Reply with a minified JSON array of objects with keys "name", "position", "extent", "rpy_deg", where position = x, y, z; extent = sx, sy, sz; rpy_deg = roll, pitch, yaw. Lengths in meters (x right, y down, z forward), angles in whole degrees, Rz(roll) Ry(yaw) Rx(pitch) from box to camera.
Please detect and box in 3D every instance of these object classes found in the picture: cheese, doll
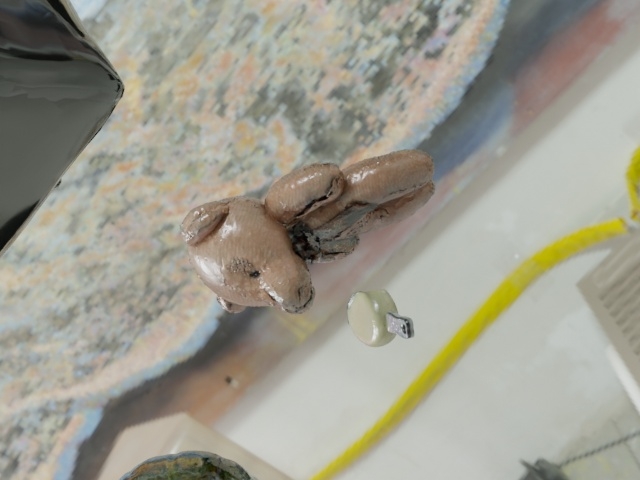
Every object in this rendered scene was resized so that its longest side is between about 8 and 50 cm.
[{"name":"cheese","position":[0.095,0.116,1.649],"extent":[0.048,0.092,0.171],"rpy_deg":[-15,-6,-24]},{"name":"doll","position":[0.000,0.000,1.219],"extent":[0.303,0.201,0.156],"rpy_deg":[-19,59,3]}]

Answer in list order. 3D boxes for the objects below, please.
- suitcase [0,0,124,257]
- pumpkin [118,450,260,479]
[{"name":"suitcase","position":[-0.292,-0.018,0.495],"extent":[0.345,0.188,0.339],"rpy_deg":[-45,-16,27]},{"name":"pumpkin","position":[-0.140,0.341,1.139],"extent":[0.238,0.238,0.159],"rpy_deg":[-50,16,7]}]
